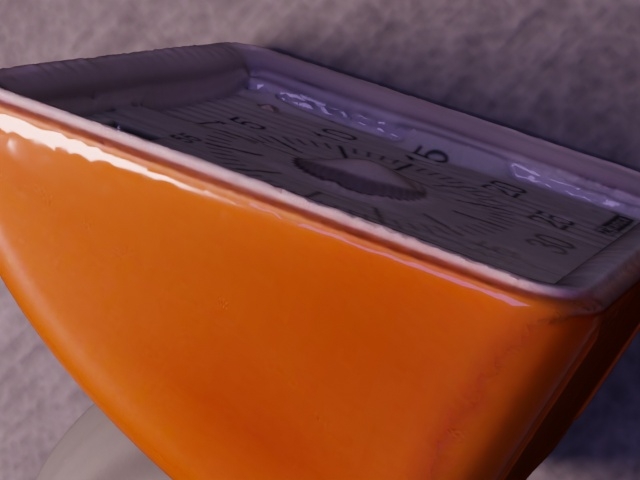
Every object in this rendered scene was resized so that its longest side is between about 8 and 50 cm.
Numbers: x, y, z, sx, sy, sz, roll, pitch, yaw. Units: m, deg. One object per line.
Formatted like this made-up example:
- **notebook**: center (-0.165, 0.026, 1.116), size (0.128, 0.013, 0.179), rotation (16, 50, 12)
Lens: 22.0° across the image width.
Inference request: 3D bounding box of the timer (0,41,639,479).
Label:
- **timer**: center (0.000, 0.000, 0.689), size (0.250, 0.257, 0.161), rotation (35, 111, 14)

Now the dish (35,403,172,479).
- **dish**: center (-0.039, 0.209, 0.790), size (0.316, 0.106, 0.316), rotation (1, 93, 21)
